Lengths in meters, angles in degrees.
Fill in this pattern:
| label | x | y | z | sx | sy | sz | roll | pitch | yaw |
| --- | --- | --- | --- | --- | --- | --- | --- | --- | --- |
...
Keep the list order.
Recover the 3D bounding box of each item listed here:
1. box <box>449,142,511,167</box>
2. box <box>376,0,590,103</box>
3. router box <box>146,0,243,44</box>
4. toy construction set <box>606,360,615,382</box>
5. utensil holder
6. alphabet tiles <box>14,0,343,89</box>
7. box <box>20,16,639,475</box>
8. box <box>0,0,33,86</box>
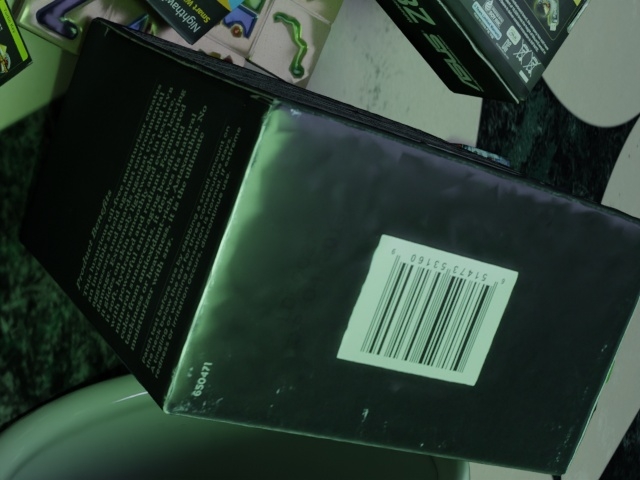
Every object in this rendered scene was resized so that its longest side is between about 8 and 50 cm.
| label | x | y | z | sx | sy | sz | roll | pitch | yaw |
| --- | --- | --- | --- | --- | --- | --- | --- | --- | --- |
| box | 0.179 | -0.059 | 1.394 | 0.137 | 0.027 | 0.094 | 6 | 91 | -57 |
| box | 0.107 | -0.348 | 0.896 | 0.395 | 0.097 | 0.318 | 42 | 77 | -35 |
| router box | -0.097 | -0.236 | 0.781 | 0.179 | 0.133 | 0.046 | 43 | 15 | -31 |
| toy construction set | 0.061 | 0.134 | 1.106 | 0.309 | 0.257 | 0.237 | 9 | 101 | -37 |
| utensil holder | -0.058 | 0.321 | 0.834 | 0.327 | 0.327 | 0.385 | -28 | 121 | -52 |
| alphabet tiles | -0.076 | -0.271 | 0.856 | 0.285 | 0.011 | 0.342 | 25 | 86 | -34 |
| box | 0.000 | 0.000 | 0.782 | 0.296 | 0.294 | 0.183 | 16 | 100 | -32 |
| box | -0.270 | -0.142 | 0.679 | 0.184 | 0.045 | 0.191 | -52 | 135 | -42 |
